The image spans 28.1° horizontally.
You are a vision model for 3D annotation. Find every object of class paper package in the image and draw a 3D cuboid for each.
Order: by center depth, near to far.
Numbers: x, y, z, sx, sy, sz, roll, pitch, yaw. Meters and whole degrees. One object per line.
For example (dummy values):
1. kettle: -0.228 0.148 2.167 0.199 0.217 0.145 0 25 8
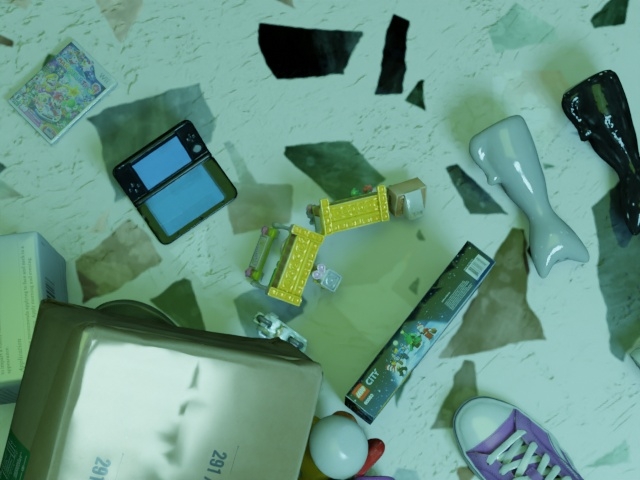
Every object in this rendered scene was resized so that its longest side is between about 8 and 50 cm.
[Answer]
1. paper package: -0.191 0.253 1.431 0.309 0.168 0.325 13 92 -26

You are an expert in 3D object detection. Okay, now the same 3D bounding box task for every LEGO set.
1. LEGO set: 0.000 0.000 1.623 0.287 0.107 0.132 -49 115 -13

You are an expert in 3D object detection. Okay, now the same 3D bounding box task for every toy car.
1. toy car: 0.027 0.292 1.532 0.136 0.159 0.182 -5 74 -37

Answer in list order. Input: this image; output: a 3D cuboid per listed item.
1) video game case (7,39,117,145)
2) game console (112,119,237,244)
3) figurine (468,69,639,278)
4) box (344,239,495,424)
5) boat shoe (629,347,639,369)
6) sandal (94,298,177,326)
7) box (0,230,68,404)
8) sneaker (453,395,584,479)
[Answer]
1. video game case: -0.343 -0.197 1.701 0.087 0.011 0.122 44 82 10
2. game console: -0.186 -0.075 1.642 0.122 0.107 0.071 -35 51 -6
3. figurine: 0.322 -0.078 1.621 0.215 0.092 0.209 -26 82 -3
4. box: 0.117 0.116 1.544 0.044 0.159 0.233 38 81 7
5. boat shoe: 0.489 0.208 1.550 0.079 0.095 0.254 -43 71 4
6. sandal: -0.199 0.147 1.597 0.219 0.060 0.090 39 81 10
7. box: -0.375 0.099 1.552 0.119 0.182 0.181 -7 78 -2
8. sneaker: 0.271 0.288 1.503 0.102 0.161 0.282 -44 79 -6
